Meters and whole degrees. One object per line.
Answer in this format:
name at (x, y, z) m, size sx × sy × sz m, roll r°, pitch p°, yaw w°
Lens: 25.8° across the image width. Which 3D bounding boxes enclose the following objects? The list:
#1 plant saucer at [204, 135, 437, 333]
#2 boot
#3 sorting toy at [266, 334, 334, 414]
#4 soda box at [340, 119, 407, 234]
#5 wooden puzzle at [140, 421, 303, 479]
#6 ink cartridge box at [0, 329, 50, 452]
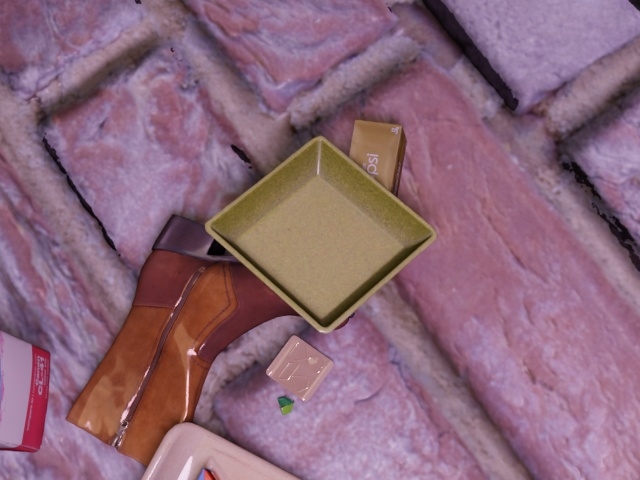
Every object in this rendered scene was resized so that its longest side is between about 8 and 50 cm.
plant saucer at (0.000, 0.000, 1.544) m, size 0.188 × 0.045 × 0.188 m, roll 41°, pitch 62°, yaw 19°
boot at (-0.126, 0.138, 1.588) m, size 0.264 × 0.096 × 0.280 m, roll 22°, pitch 80°, yaw 13°
sorting toy at (-0.031, 0.159, 1.610) m, size 0.062 × 0.012 × 0.083 m, roll 34°, pitch 82°, yaw 18°
soda box at (0.057, -0.046, 1.629) m, size 0.058 × 0.061 × 0.181 m, roll 7°, pitch 75°, yaw 11°
wooden puzzle at (-0.078, 0.407, 1.483) m, size 0.348 × 0.080 × 0.322 m, roll 27°, pitch 80°, yaw 5°
ink cartridge box at (-0.452, 0.150, 1.521) m, size 0.226 × 0.306 × 0.131 m, roll 3°, pitch 75°, yaw 9°
